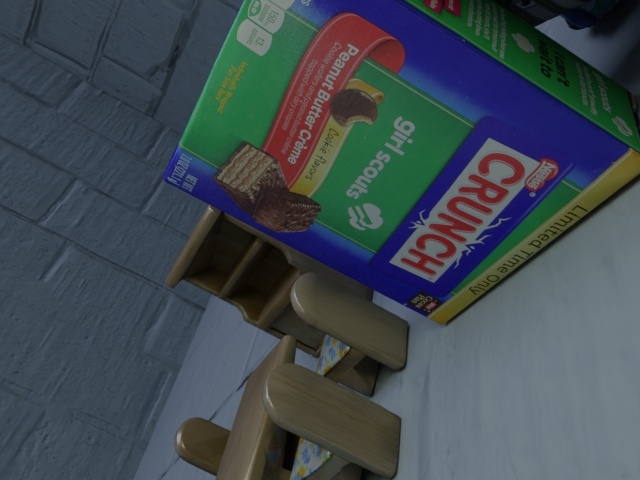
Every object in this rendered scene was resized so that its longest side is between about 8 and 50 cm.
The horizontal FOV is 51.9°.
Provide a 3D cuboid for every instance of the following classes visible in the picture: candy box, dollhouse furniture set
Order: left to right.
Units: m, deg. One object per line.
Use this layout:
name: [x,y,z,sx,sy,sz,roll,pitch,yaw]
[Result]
dollhouse furniture set: [-0.097,0.151,0.819,0.362,0.256,0.394,-52,15,38]
candy box: [0.059,-0.091,0.577,0.268,0.317,0.122,-51,17,44]

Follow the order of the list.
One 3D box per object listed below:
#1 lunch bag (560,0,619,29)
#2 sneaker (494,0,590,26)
lunch bag: [0.222,-0.325,0.679,0.090,0.219,0.176,-46,19,32]
sneaker: [0.189,-0.237,0.548,0.300,0.111,0.121,-22,7,15]
